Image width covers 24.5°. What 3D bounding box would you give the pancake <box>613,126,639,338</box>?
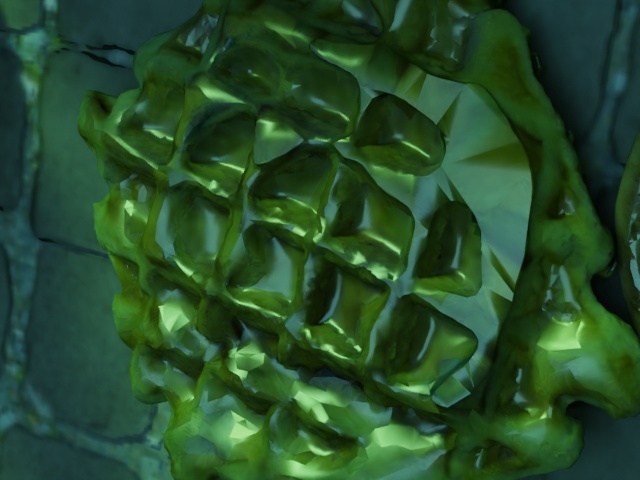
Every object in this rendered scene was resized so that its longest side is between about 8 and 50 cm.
[{"bbox_3d":[0.166,0.001,0.475,0.151,0.025,0.152,5,100,29],"label":"pancake"}]

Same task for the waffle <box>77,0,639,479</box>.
[{"bbox_3d":[-0.002,0.000,0.540,0.204,0.054,0.223,-25,78,31],"label":"waffle"}]
